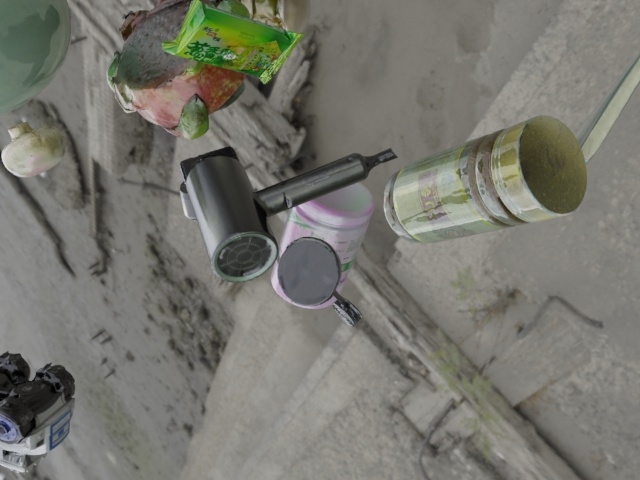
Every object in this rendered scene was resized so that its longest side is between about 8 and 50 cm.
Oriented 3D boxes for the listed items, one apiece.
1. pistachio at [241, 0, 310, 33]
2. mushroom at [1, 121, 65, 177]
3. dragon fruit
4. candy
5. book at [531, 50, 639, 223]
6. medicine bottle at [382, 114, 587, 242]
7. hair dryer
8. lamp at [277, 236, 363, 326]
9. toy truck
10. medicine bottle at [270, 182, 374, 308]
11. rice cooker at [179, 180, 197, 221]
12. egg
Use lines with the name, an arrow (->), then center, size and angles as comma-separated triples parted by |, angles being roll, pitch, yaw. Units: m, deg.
pistachio -> -0.103, -0.529, 1.491 | 0.288, 0.166, 0.197 | -117, 28, -80
mushroom -> -0.373, -0.120, 0.882 | 0.083, 0.083, 0.067 | 2, 122, 51
dragon fruit -> -0.217, -0.299, 1.100 | 0.295, 0.268, 0.130 | -5, 150, 34
candy -> -0.116, -0.268, 0.921 | 0.102, 0.178, 0.032 | -35, 63, 40
book -> 0.488, -0.188, 1.249 | 0.031, 0.264, 0.379 | 32, 171, 10
medicine bottle -> 0.252, -0.086, 1.111 | 0.322, 0.151, 0.151 | -15, 109, 56
hair dryer -> -0.033, -0.075, 0.811 | 0.078, 0.248, 0.196 | 78, 170, -48
lamp -> -0.003, 0.106, 1.251 | 0.130, 0.108, 0.371 | 40, 168, 15
toy truck -> -0.543, 0.314, 1.188 | 0.213, 0.161, 0.177 | 12, 111, 13
medicine bottle -> 0.000, 0.000, 1.812 | 0.212, 0.212, 0.325 | 37, 129, 23
rice cooker -> -0.275, -0.108, 1.643 | 0.112, 0.165, 0.106 | -3, 104, 13
egg -> -0.546, -0.336, 1.062 | 0.276, 0.389, 0.276 | 3, 117, 5
